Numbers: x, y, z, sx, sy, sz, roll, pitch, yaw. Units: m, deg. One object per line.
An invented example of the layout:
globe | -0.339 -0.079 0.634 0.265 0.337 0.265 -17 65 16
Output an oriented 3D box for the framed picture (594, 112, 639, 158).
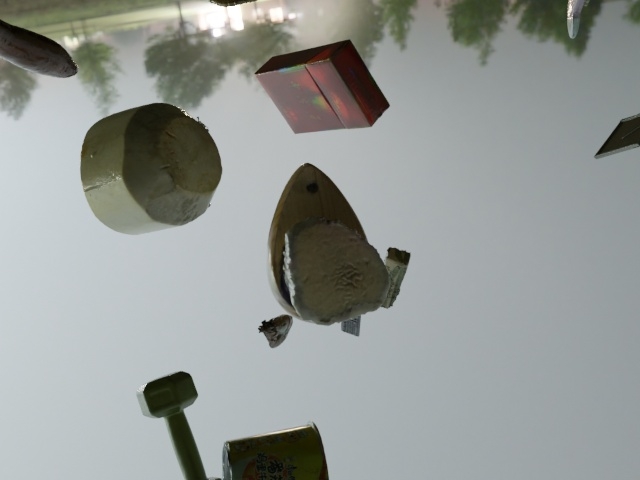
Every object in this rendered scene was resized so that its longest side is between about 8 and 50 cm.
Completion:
framed picture | 0.625 -0.218 1.620 0.109 0.011 0.149 -52 -171 -12

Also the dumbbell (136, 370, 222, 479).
dumbbell | -0.268 0.414 1.596 0.121 0.302 0.108 -21 175 -1

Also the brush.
brush | 0.000 0.000 1.256 0.174 0.267 0.166 -10 174 -11

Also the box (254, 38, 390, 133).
box | -0.001 -0.368 1.963 0.313 0.197 0.089 4 -135 52

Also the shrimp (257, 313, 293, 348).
shrimp | -0.107 0.218 1.941 0.043 0.092 0.184 23 176 19

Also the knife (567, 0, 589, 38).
knife | 0.577 -0.570 1.733 0.038 0.132 0.398 -2 168 8

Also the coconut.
coconut | -0.398 -0.159 1.847 0.322 0.323 0.323 -9 -165 2

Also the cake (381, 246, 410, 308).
cake | 0.140 0.074 1.593 0.051 0.140 0.055 18 -137 3

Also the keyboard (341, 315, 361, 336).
keyboard | 0.077 0.208 2.032 0.053 0.155 0.010 19 -116 11

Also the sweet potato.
sweet potato | -0.410 -0.264 1.087 0.057 0.058 0.264 -4 176 19

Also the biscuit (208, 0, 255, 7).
biscuit | -0.155 -0.582 1.778 0.219 0.033 0.220 -10 -136 10

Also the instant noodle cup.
instant noodle cup | -0.077 0.389 1.274 0.152 0.205 0.205 0 -167 -12
